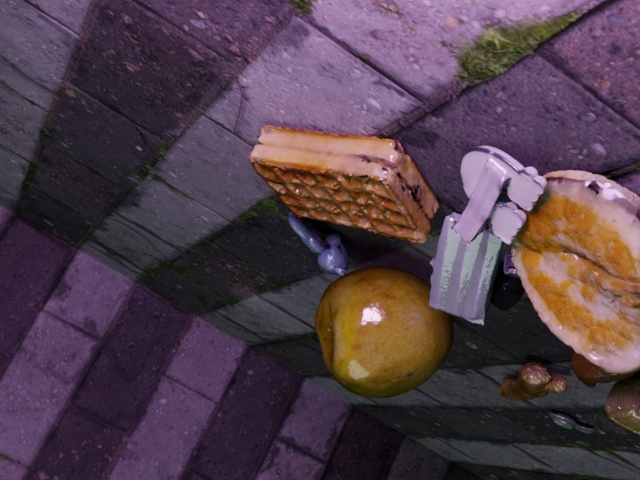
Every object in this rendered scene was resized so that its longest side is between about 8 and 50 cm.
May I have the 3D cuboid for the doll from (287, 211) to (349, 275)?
[{"bbox_3d":[0.004,-0.002,1.998,0.180,0.075,0.120,53,-167,-16],"label":"doll"}]

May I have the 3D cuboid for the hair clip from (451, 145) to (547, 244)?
[{"bbox_3d":[0.262,-0.070,1.408,0.140,0.054,0.220,50,155,20],"label":"hair clip"}]

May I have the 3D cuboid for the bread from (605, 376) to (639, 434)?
[{"bbox_3d":[0.734,0.373,1.943,0.236,0.106,0.140,28,160,-4],"label":"bread"}]

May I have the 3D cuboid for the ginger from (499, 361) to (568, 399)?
[{"bbox_3d":[0.511,0.353,2.254,0.118,0.065,0.299,30,164,1],"label":"ginger"}]

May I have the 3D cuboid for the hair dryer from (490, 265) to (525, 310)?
[{"bbox_3d":[0.373,0.066,1.683,0.114,0.071,0.248,33,156,-19],"label":"hair dryer"}]

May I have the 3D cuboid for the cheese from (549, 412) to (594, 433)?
[{"bbox_3d":[0.675,0.496,2.467,0.120,0.026,0.067,25,162,5],"label":"cheese"}]

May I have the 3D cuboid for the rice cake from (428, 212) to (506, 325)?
[{"bbox_3d":[0.266,0.056,1.682,0.127,0.043,0.237,22,134,21],"label":"rice cake"}]

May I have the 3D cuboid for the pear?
[{"bbox_3d":[0.143,0.200,1.998,0.303,0.304,0.304,23,161,9],"label":"pear"}]

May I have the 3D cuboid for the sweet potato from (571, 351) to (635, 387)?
[{"bbox_3d":[0.573,0.237,1.816,0.106,0.095,0.354,30,160,2],"label":"sweet potato"}]

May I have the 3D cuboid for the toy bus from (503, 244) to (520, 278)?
[{"bbox_3d":[0.398,0.038,1.555,0.167,0.073,0.076,2,160,47],"label":"toy bus"}]

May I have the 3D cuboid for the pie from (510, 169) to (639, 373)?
[{"bbox_3d":[0.419,0.044,1.378,0.339,0.077,0.339,37,144,33],"label":"pie"}]

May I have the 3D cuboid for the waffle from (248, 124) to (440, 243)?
[{"bbox_3d":[0.039,-0.106,1.627,0.308,0.091,0.213,11,156,34],"label":"waffle"}]
